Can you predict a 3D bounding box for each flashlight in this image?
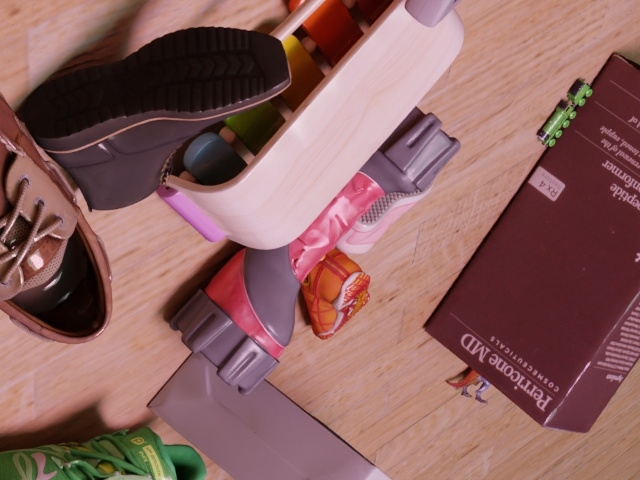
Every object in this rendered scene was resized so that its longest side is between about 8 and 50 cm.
[{"bbox_3d":[0.000,0.000,1.720,0.304,0.103,0.103,-45,118,0],"label":"flashlight"}]

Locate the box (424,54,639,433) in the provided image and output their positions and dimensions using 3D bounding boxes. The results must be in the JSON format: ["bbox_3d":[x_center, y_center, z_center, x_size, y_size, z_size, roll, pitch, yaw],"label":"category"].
[{"bbox_3d":[0.309,0.006,2.101,0.381,0.191,0.143,-58,151,11],"label":"box"}]

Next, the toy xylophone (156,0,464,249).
[{"bbox_3d":[-0.006,-0.138,1.576,0.323,0.081,0.236,-44,146,-11],"label":"toy xylophone"}]

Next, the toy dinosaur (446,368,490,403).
[{"bbox_3d":[0.204,0.156,2.286,0.090,0.047,0.082,37,74,-52],"label":"toy dinosaur"}]

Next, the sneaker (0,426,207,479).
[{"bbox_3d":[-0.199,0.209,1.670,0.123,0.109,0.295,-37,165,17],"label":"sneaker"}]

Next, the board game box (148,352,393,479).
[{"bbox_3d":[-0.009,0.231,1.869,0.097,0.224,0.303,-50,153,-5],"label":"board game box"}]

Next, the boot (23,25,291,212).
[{"bbox_3d":[-0.110,-0.087,1.438,0.198,0.077,0.137,-10,150,7],"label":"boot"}]

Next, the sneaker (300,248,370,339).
[{"bbox_3d":[0.010,0.047,1.855,0.064,0.067,0.175,-43,168,-20],"label":"sneaker"}]

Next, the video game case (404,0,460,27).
[{"bbox_3d":[0.210,-0.351,1.522,0.329,0.036,0.300,-46,172,-42],"label":"video game case"}]

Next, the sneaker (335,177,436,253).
[{"bbox_3d":[0.054,-0.032,1.835,0.134,0.051,0.070,-37,168,-43],"label":"sneaker"}]

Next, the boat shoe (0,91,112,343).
[{"bbox_3d":[-0.227,-0.021,1.356,0.123,0.116,0.324,-47,152,-7],"label":"boat shoe"}]

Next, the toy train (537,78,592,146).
[{"bbox_3d":[0.263,-0.137,2.042,0.083,0.017,0.024,-53,142,6],"label":"toy train"}]
